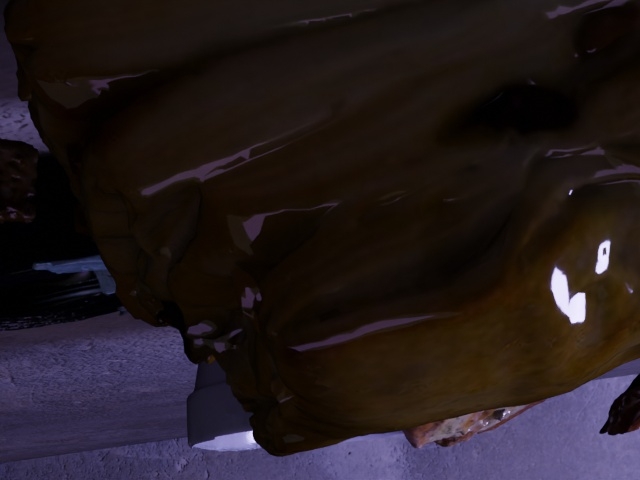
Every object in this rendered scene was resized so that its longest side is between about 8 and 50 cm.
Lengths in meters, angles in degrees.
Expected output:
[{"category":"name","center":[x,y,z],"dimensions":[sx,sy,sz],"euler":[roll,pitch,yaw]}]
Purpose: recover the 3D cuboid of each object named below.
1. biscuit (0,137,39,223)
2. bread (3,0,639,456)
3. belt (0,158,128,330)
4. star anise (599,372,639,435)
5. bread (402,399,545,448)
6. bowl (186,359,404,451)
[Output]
[{"category":"biscuit","center":[-0.180,-0.033,0.592],"dimensions":[0.064,0.034,0.199],"euler":[1,-173,-30]},{"category":"bread","center":[0.071,-0.024,0.552],"dimensions":[0.370,0.192,0.314],"euler":[-7,167,-6]},{"category":"belt","center":[-0.161,0.006,0.830],"dimensions":[0.198,0.078,0.151],"euler":[-17,162,35]},{"category":"star anise","center":[0.281,0.066,0.929],"dimensions":[0.288,0.288,0.088],"euler":[-16,-165,37]},{"category":"bread","center":[0.113,0.042,0.881],"dimensions":[0.190,0.123,0.244],"euler":[-16,158,-31]},{"category":"bowl","center":[0.020,0.100,1.203],"dimensions":[0.287,0.144,0.287],"euler":[-7,168,-1]}]
